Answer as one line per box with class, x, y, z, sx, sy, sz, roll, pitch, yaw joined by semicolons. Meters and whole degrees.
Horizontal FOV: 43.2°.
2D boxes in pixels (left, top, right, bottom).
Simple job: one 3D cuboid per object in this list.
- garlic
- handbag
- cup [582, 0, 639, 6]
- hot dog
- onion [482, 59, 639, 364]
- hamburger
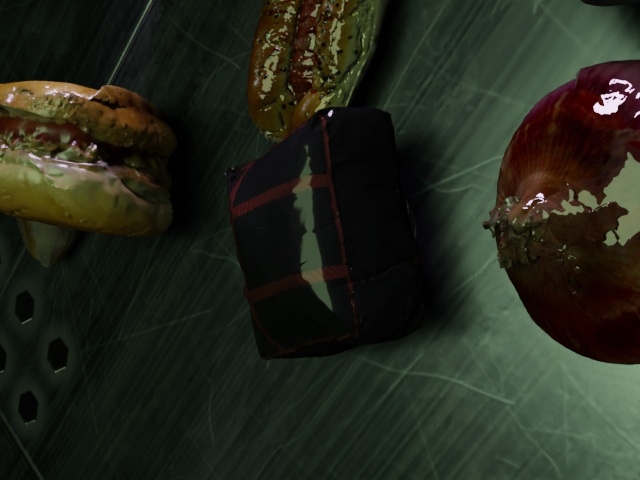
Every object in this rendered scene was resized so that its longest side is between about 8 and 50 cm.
garlic;-0.368;-0.073;1.070;0.101;0.087;0.196;-37;70;42
handbag;0.000;0.000;0.762;0.169;0.155;0.215;-18;78;47
cup;0.209;-0.308;0.607;0.301;0.227;0.257;-3;96;54
hot dog;0.000;-0.225;0.821;0.144;0.075;0.268;23;103;31
onion;0.205;-0.020;0.596;0.230;0.163;0.230;-7;82;56
hamburger;-0.285;-0.091;0.925;0.244;0.244;0.163;5;92;35
